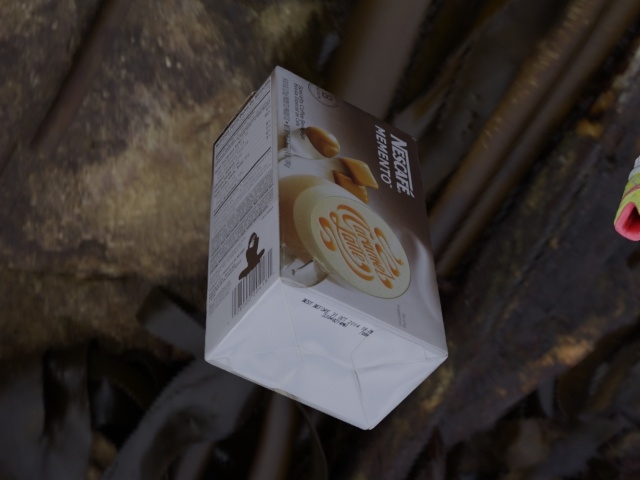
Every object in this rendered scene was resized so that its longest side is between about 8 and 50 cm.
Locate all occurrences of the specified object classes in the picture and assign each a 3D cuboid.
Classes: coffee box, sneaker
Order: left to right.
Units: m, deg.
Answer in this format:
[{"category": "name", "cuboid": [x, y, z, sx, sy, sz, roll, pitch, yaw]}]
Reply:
[{"category": "coffee box", "cuboid": [0.000, 0.000, 1.017, 0.141, 0.247, 0.098, 27, 124, -23]}, {"category": "sneaker", "cuboid": [0.346, -0.033, 1.279, 0.081, 0.208, 0.094, 38, 76, -12]}]
